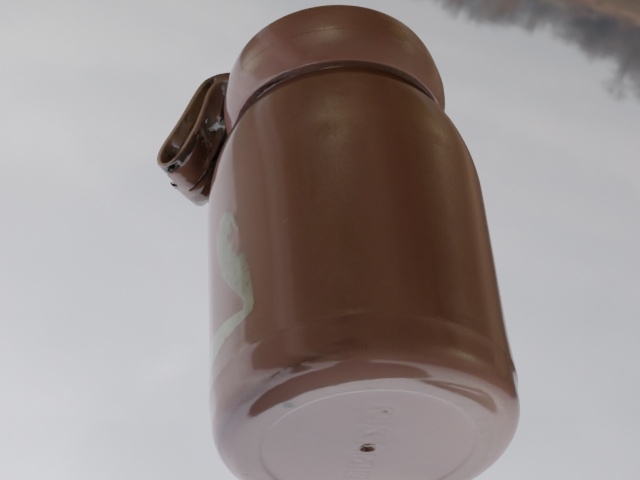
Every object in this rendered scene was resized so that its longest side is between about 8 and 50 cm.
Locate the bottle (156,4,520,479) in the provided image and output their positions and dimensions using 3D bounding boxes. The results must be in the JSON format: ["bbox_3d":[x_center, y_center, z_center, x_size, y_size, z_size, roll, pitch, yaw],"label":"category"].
[{"bbox_3d":[0.000,0.000,0.917,0.173,0.206,0.297,50,-152,-49],"label":"bottle"}]
